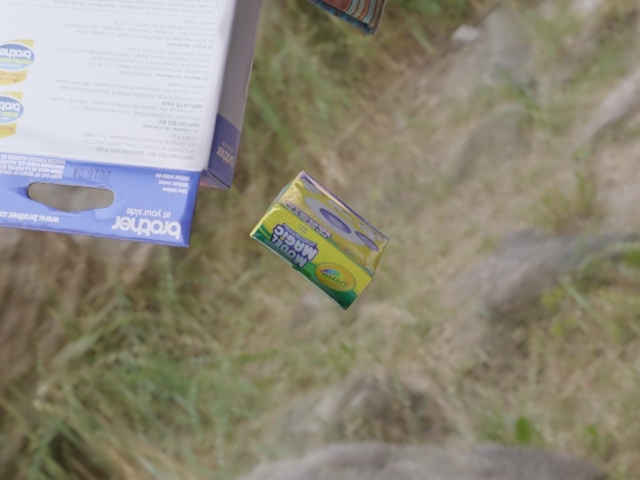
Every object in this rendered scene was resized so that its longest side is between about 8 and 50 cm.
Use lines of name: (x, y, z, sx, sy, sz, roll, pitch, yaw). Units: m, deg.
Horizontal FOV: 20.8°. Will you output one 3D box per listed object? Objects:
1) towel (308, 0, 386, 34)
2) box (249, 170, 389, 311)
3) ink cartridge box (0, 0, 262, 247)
towel: (-0.004, -0.421, 1.715, 0.040, 0.271, 0.370, -16, 56, 54)
box: (0.000, 0.000, 1.485, 0.043, 0.105, 0.179, -51, 3, 16)
ink cartridge box: (-0.136, -0.149, 1.180, 0.065, 0.186, 0.311, 42, -124, -69)
